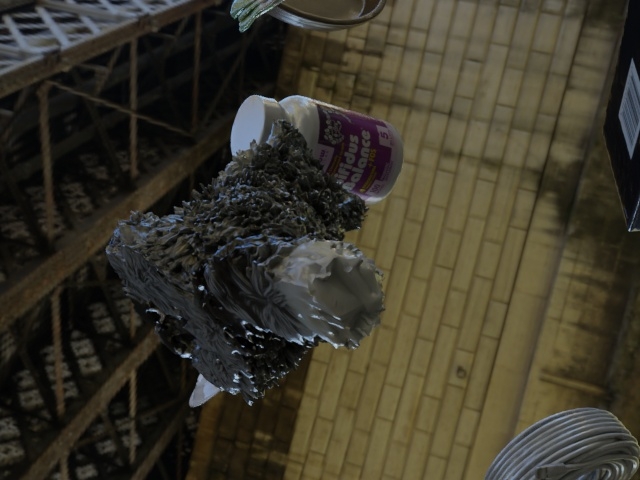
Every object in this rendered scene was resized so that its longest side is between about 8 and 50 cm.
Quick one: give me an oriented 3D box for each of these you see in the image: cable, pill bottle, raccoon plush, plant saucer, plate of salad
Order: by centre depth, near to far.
[{"bbox_3d":[0.000,0.000,0.774,0.299,0.446,0.216,-44,-61,-28],"label":"raccoon plush"},{"bbox_3d":[-0.033,-0.400,1.132,0.041,0.277,0.278,-57,4,45],"label":"plant saucer"},{"bbox_3d":[-0.122,0.181,1.171,0.200,0.048,0.200,-44,10,10],"label":"plate of salad"},{"bbox_3d":[0.377,0.372,1.216,0.089,0.257,0.257,-123,28,-42],"label":"cable"},{"bbox_3d":[-0.006,-0.172,1.435,0.301,0.169,0.169,10,-83,-33],"label":"pill bottle"}]

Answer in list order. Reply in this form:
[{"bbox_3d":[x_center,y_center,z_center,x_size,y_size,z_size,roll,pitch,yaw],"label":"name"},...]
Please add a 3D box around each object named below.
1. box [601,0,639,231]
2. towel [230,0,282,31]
[{"bbox_3d":[0.503,-0.168,0.869,0.296,0.293,0.183,72,-165,-56],"label":"box"},{"bbox_3d":[0.031,-0.381,0.874,0.038,0.324,0.248,32,-115,-33],"label":"towel"}]
